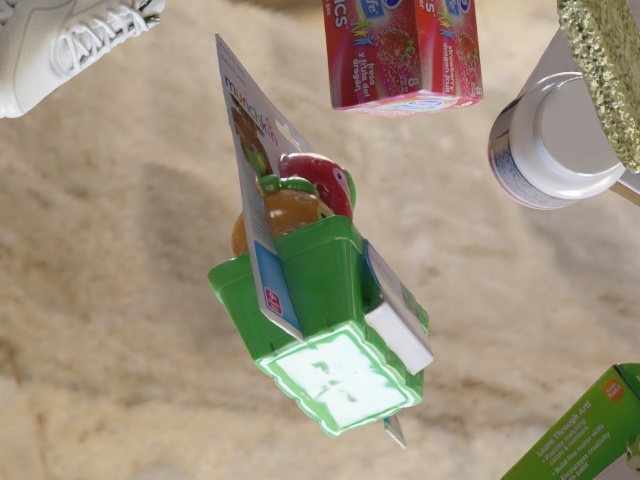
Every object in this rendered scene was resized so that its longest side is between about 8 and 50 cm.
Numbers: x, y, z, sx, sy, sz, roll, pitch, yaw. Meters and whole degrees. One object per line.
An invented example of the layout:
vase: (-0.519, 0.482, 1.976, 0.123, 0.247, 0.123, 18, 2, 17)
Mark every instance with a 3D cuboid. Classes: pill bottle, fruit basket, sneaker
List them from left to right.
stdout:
sneaker: (-0.226, -0.223, 1.831, 0.292, 0.118, 0.110, -57, -22, -35)
fruit basket: (0.000, 0.000, 1.920, 0.327, 0.165, 0.353, 50, -152, -50)
pill bottle: (0.207, -0.085, 1.598, 0.180, 0.108, 0.108, 143, 112, -85)

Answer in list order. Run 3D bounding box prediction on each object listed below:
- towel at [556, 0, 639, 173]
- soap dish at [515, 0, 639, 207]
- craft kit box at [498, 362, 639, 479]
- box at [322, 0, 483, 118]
towel: (0.181, -0.125, 1.204, 0.110, 0.027, 0.148, -80, -31, -47)
soap dish: (0.370, -0.147, 1.978, 0.291, 0.229, 0.118, 34, -174, 28)
craft kit box: (0.197, 0.253, 1.249, 0.061, 0.250, 0.247, 0, -133, -52)
box: (0.084, -0.267, 2.024, 0.128, 0.122, 0.257, 4, -100, -54)
